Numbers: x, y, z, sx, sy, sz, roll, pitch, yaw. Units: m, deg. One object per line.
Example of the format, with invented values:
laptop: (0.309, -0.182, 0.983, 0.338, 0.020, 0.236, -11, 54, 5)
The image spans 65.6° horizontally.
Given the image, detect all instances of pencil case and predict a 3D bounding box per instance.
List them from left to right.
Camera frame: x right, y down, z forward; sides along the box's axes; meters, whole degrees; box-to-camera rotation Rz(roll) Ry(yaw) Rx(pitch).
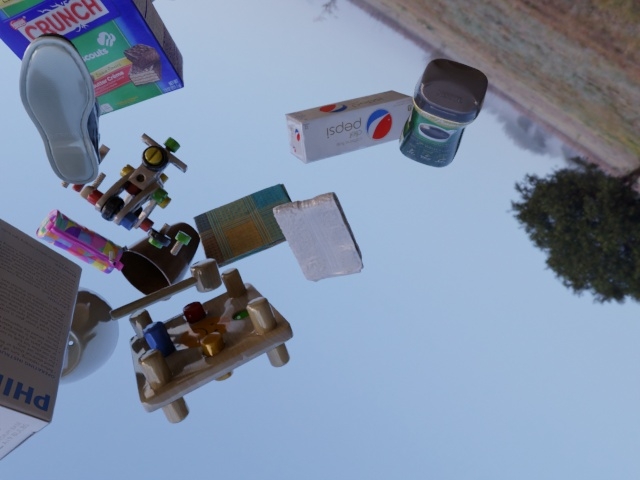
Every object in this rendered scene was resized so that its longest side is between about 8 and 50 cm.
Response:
pencil case: (-0.678, 0.007, 1.420, 0.236, 0.104, 0.104, 38, -161, -38)

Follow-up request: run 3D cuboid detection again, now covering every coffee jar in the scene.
coffee jar: (0.175, -0.182, 0.728, 0.096, 0.079, 0.184, 21, 165, 6)

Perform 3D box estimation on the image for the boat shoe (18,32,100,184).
boat shoe: (-0.446, -0.232, 0.865, 0.114, 0.302, 0.091, 0, -128, -22)

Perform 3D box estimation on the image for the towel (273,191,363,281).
towel: (0.000, 0.000, 1.391, 0.049, 0.187, 0.282, -79, -30, -50)

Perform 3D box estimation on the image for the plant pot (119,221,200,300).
plant pot: (-0.512, 0.047, 1.660, 0.215, 0.215, 0.230, 33, -133, 3)

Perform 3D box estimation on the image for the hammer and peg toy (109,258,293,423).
hammer and peg toy: (-0.228, 0.163, 0.918, 0.266, 0.127, 0.361, -26, -158, -18)

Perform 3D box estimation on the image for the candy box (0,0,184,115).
candy box: (-0.473, -0.426, 1.026, 0.317, 0.268, 0.122, 64, -170, -57)

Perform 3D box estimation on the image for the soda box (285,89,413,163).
soda box: (0.053, -0.199, 0.856, 0.216, 0.073, 0.069, -18, -148, -19)

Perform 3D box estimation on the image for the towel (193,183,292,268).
towel: (-0.265, -0.057, 1.832, 0.370, 0.040, 0.271, -23, -126, -6)

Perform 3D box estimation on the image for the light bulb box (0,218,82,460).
light bulb box: (-0.617, 0.201, 0.811, 0.225, 0.358, 0.361, 42, -164, -37)

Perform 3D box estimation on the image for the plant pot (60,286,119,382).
plant pot: (-0.631, 0.247, 1.208, 0.257, 0.256, 0.274, 20, 172, -19)

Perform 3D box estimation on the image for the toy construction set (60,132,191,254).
toy construction set: (-0.450, -0.159, 1.215, 0.309, 0.237, 0.257, 31, 175, 18)
